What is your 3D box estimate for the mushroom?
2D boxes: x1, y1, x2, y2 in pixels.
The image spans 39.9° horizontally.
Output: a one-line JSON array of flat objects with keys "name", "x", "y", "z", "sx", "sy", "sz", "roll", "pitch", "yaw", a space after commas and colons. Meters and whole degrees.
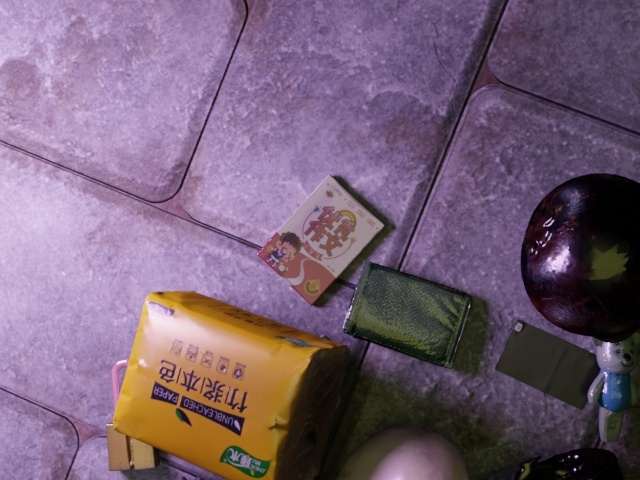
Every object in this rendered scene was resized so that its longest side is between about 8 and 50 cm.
[{"name": "mushroom", "x": 0.152, "y": 0.539, "z": 1.684, "sx": 0.315, "sy": 0.315, "sz": 0.356, "roll": -2, "pitch": 95, "yaw": 8}]

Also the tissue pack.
[{"name": "tissue pack", "x": -0.174, "y": 0.288, "z": 1.717, "sx": 0.382, "sy": 0.228, "sz": 0.293, "roll": 17, "pitch": 95, "yaw": 22}]

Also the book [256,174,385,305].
[{"name": "book", "x": 0.000, "y": 0.000, "z": 1.844, "sx": 0.162, "sy": 0.022, "sz": 0.232, "roll": 43, "pitch": 95, "yaw": 6}]

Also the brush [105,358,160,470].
[{"name": "brush", "x": -0.405, "y": 0.370, "z": 1.881, "sx": 0.103, "sy": 0.047, "sz": 0.233, "roll": -6, "pitch": 87, "yaw": 8}]

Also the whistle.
[{"name": "whistle", "x": 0.580, "y": 0.281, "z": 1.735, "sx": 0.114, "sy": 0.077, "sz": 0.236, "roll": 3, "pitch": 92, "yaw": -17}]

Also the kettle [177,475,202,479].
[{"name": "kettle", "x": -0.220, "y": 0.646, "z": 1.796, "sx": 0.318, "sy": 0.265, "sz": 0.205, "roll": 41, "pitch": 126, "yaw": 7}]

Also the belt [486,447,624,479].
[{"name": "belt", "x": 0.438, "y": 0.489, "z": 1.692, "sx": 0.289, "sy": 0.184, "sz": 0.164, "roll": -20, "pitch": 95, "yaw": 5}]

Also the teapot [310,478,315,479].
[{"name": "teapot", "x": -0.096, "y": 0.514, "z": 1.764, "sx": 0.245, "sy": 0.159, "sz": 0.116, "roll": -15, "pitch": 125, "yaw": -18}]

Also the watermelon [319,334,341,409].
[{"name": "watermelon", "x": -0.013, "y": 0.297, "z": 1.820, "sx": 0.139, "sy": 0.071, "sz": 0.187, "roll": 33, "pitch": 93, "yaw": 3}]

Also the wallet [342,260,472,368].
[{"name": "wallet", "x": 0.177, "y": 0.151, "z": 1.803, "sx": 0.236, "sy": 0.055, "sz": 0.160, "roll": 18, "pitch": 88, "yaw": 2}]

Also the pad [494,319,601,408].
[{"name": "pad", "x": 0.464, "y": 0.251, "z": 1.787, "sx": 0.193, "sy": 0.004, "sz": 0.116, "roll": 25, "pitch": 93, "yaw": 7}]

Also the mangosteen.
[{"name": "mangosteen", "x": 0.529, "y": 0.032, "z": 1.638, "sx": 0.330, "sy": 0.330, "sz": 0.330, "roll": 0, "pitch": 89, "yaw": 8}]
